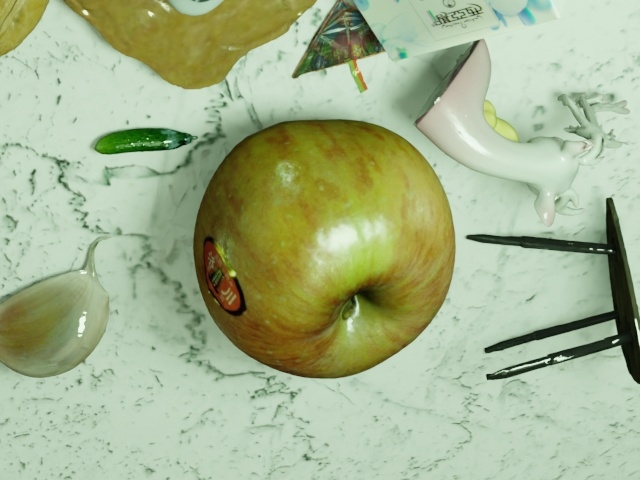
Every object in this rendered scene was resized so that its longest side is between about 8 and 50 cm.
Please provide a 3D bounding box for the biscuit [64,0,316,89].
[{"bbox_3d":[-0.179,-0.406,1.591,0.365,0.062,0.385,-38,122,10],"label":"biscuit"}]

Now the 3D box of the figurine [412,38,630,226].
[{"bbox_3d":[0.320,-0.168,1.787,0.315,0.284,0.206,40,116,-6],"label":"figurine"}]

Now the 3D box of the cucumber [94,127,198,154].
[{"bbox_3d":[-0.257,-0.149,1.743,0.155,0.037,0.037,-6,122,-12],"label":"cucumber"}]

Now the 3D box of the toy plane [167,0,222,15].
[{"bbox_3d":[-0.135,-0.410,1.493,0.266,0.123,0.267,-6,122,-9],"label":"toy plane"}]

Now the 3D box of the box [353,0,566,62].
[{"bbox_3d":[0.174,-0.377,1.592,0.274,0.116,0.203,-9,134,37],"label":"box"}]

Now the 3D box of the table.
[{"bbox_3d":[0.388,0.126,1.956,0.249,0.317,0.317,-9,124,8],"label":"table"}]

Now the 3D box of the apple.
[{"bbox_3d":[0.000,0.000,1.742,0.400,0.333,0.400,-17,141,-14],"label":"apple"}]

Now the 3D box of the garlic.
[{"bbox_3d":[-0.397,0.121,1.846,0.266,0.128,0.148,-36,135,-4],"label":"garlic"}]

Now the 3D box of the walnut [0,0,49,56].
[{"bbox_3d":[-0.433,-0.328,1.515,0.165,0.165,0.197,24,121,-26],"label":"walnut"}]

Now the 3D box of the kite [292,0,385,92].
[{"bbox_3d":[0.045,-0.287,1.753,0.190,0.010,0.159,-15,125,-4],"label":"kite"}]
